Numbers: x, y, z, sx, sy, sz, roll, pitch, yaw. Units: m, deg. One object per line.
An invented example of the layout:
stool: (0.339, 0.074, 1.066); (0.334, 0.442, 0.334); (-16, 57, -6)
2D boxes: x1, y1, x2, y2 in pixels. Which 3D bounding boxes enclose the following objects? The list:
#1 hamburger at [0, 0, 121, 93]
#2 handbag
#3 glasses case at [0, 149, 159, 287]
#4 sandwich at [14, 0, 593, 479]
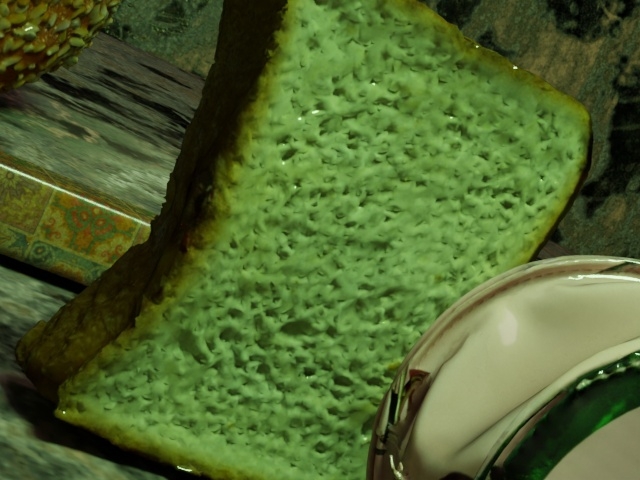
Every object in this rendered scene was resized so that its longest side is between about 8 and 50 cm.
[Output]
hamburger: (-0.303, -0.293, 1.090); (0.250, 0.330, 0.330); (33, 10, 34)
handbag: (0.119, 0.104, 0.428); (0.205, 0.179, 0.116); (27, 1, -9)
glasses case: (-0.124, 0.001, 0.740); (0.218, 0.049, 0.075); (23, 2, -24)
sandwich: (0.000, 0.000, 0.548); (0.186, 0.215, 0.065); (22, 8, -31)
